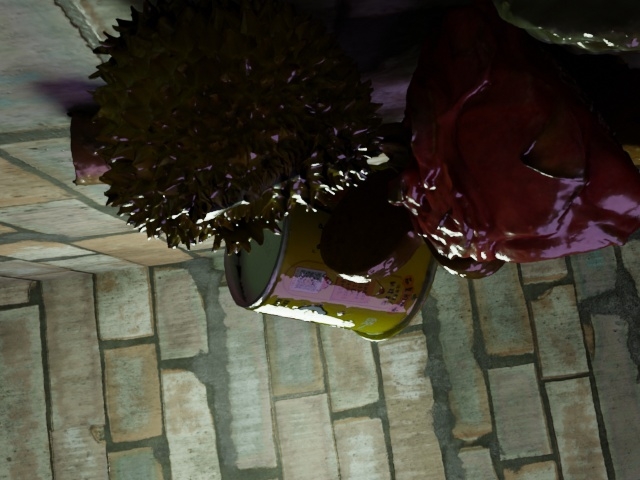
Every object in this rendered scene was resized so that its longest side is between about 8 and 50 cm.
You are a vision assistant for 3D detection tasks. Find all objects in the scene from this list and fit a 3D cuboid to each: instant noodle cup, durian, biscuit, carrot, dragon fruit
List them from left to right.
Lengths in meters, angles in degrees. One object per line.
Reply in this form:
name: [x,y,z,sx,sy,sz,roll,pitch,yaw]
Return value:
carrot: [-0.207,-0.124,0.707,0.263,0.102,0.102,-1,171,-20]
durian: [-0.071,-0.115,0.489,0.258,0.258,0.293,-14,-178,40]
instant noodle cup: [0.000,0.000,0.846,0.254,0.326,0.325,9,165,-29]
dragon fruit: [0.130,-0.111,0.486,0.152,0.317,0.205,32,124,-33]
biscuit: [0.178,-0.079,0.593,0.432,0.283,0.064,-35,130,25]

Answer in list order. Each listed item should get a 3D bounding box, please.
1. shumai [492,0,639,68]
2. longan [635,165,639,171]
shumai: [0.262,-0.193,0.357,0.255,0.189,0.218,-6,173,30]
longan: [0.433,-0.175,0.761,0.189,0.189,0.189,-8,173,-1]
